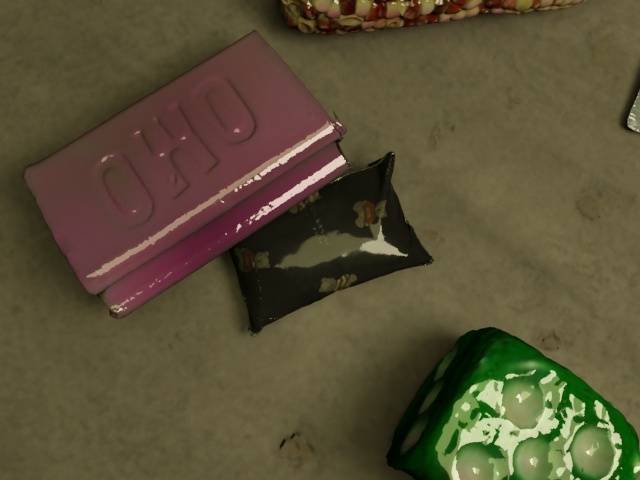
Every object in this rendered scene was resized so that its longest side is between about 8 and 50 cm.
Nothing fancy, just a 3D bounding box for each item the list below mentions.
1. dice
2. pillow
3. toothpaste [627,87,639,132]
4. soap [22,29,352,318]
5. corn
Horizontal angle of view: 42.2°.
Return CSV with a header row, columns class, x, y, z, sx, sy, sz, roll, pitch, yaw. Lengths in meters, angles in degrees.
class,x,y,z,sx,sy,sz,roll,pitch,yaw
dice,0.127,0.140,0.560,0.131,0.128,0.120,35,80,3
pillow,0.000,0.000,0.614,0.150,0.048,0.091,-22,72,-3
toothpaste,0.366,-0.087,0.651,0.234,0.057,0.089,22,82,8
soap,-0.094,-0.050,0.589,0.203,0.065,0.122,-34,62,-8
corn,0.096,-0.207,0.634,0.280,0.092,0.092,-4,82,-8
